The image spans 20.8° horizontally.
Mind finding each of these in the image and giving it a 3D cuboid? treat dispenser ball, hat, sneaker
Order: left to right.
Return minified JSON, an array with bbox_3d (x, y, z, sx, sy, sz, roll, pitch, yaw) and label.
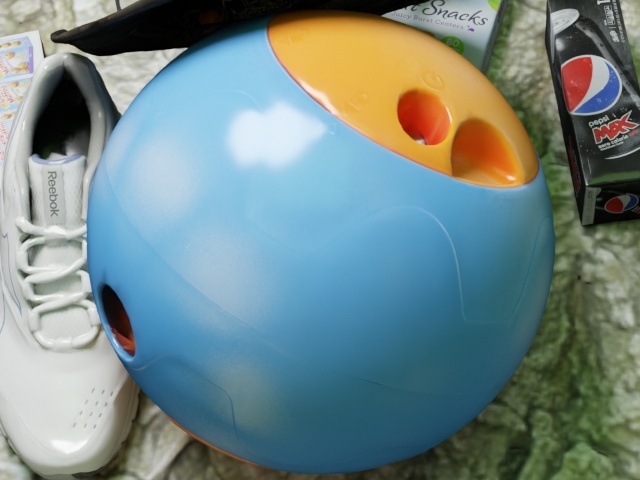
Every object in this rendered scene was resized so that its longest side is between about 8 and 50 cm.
[{"bbox_3d":[-0.179,0.012,1.165,0.111,0.129,0.297,-4,71,-5],"label":"sneaker"},{"bbox_3d":[-0.035,-0.208,1.140,0.331,0.331,0.133,-9,91,-1],"label":"hat"},{"bbox_3d":[0.000,0.000,1.078,0.288,0.288,0.288,-2,59,3],"label":"treat dispenser ball"}]

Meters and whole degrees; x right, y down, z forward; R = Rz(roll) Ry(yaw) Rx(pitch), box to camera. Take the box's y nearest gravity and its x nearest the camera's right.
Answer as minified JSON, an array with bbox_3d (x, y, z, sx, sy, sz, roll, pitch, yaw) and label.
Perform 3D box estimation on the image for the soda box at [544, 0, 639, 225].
[{"bbox_3d":[0.200,-0.098,1.253,0.053,0.060,0.168,-7,59,1],"label":"soda box"}]

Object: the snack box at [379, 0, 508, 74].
[{"bbox_3d":[0.076,-0.145,1.303,0.100,0.037,0.141,14,61,12],"label":"snack box"}]

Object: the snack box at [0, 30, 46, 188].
[{"bbox_3d":[-0.227,-0.077,1.294,0.064,0.022,0.178,-12,60,-3],"label":"snack box"}]
